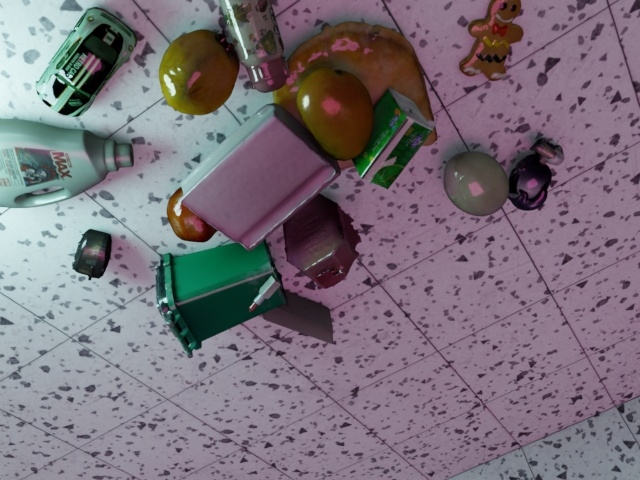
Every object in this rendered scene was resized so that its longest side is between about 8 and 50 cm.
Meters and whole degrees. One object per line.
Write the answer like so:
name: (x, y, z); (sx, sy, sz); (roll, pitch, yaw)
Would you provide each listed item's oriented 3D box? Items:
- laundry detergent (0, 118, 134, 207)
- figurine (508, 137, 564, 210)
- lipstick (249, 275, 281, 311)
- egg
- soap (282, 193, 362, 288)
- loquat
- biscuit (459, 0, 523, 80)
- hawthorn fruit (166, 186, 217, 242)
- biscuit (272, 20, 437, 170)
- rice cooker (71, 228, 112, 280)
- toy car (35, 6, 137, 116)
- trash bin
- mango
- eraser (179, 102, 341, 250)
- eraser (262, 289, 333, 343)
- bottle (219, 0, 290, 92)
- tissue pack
laundry detergent: (-0.713, -0.208, 1.655); (0.397, 0.125, 0.264); (-4, 129, -9)
figurine: (0.669, -0.198, 1.895); (0.145, 0.145, 0.222); (15, 124, -21)
lipstick: (-0.175, 0.167, 1.840); (0.129, 0.030, 0.030); (-50, 129, 6)
egg: (0.464, -0.181, 1.840); (0.183, 0.183, 0.217); (-30, 128, 15)
soap: (0.000, 0.000, 1.819); (0.220, 0.325, 0.127); (-38, 130, 24)
loquat: (-0.297, -0.419, 1.513); (0.234, 0.176, 0.187); (-54, 159, 17)
biscuit: (0.468, -0.542, 1.633); (0.158, 0.035, 0.240); (0, 130, -13)
hawthorn fruit: (-0.375, -0.090, 1.790); (0.169, 0.169, 0.188); (-15, 120, 3)
biscuit: (0.076, -0.376, 1.660); (0.429, 0.104, 0.446); (-20, 133, 6)
rice cooker: (-0.697, 0.042, 1.871); (0.106, 0.112, 0.165); (23, 120, -20)
toy car: (-0.583, -0.418, 1.495); (0.136, 0.125, 0.306); (34, 116, -32)
trash bin: (-0.314, 0.160, 1.935); (0.381, 0.295, 0.259); (-20, 131, -1)
mango: (0.049, -0.320, 1.536); (0.175, 0.139, 0.254); (-25, 131, 16)
eraser: (-0.163, -0.168, 1.648); (0.359, 0.122, 0.272); (-40, 122, 20)
eraser: (-0.083, 0.259, 2.162); (0.352, 0.111, 0.077); (25, 124, -27)
bottle: (-0.152, -0.485, 1.471); (0.120, 0.120, 0.253); (-17, 112, 5)
tissue pack: (0.199, -0.260, 1.625); (0.156, 0.148, 0.209); (19, 123, -31)
